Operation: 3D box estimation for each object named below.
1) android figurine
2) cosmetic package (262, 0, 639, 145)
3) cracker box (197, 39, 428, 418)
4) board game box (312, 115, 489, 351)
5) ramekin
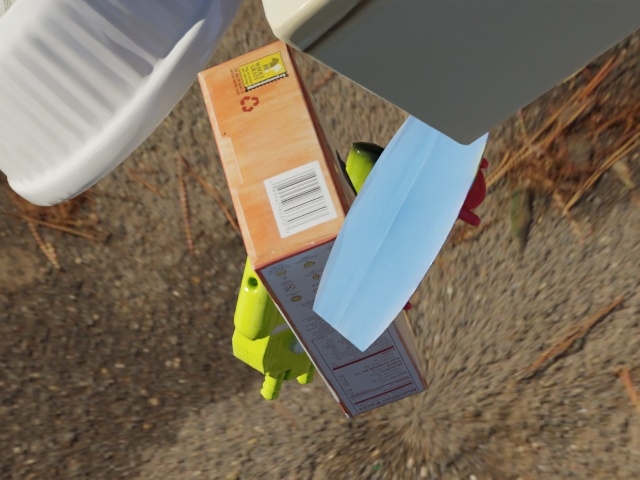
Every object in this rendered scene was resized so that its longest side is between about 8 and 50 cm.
[{"bbox_3d":[-0.005,0.036,1.333,0.056,0.248,0.273,27,113,27],"label":"android figurine"},{"bbox_3d":[0.115,-0.186,0.421,0.309,0.113,0.160,-36,50,30],"label":"cosmetic package"},{"bbox_3d":[0.000,0.000,0.873,0.067,0.232,0.156,-21,57,4],"label":"cracker box"},{"bbox_3d":[0.052,-0.007,0.656,0.033,0.168,0.133,28,90,-15],"label":"board game box"},{"bbox_3d":[-0.184,-0.169,1.002,0.127,0.273,0.273,40,86,-26],"label":"ramekin"}]
